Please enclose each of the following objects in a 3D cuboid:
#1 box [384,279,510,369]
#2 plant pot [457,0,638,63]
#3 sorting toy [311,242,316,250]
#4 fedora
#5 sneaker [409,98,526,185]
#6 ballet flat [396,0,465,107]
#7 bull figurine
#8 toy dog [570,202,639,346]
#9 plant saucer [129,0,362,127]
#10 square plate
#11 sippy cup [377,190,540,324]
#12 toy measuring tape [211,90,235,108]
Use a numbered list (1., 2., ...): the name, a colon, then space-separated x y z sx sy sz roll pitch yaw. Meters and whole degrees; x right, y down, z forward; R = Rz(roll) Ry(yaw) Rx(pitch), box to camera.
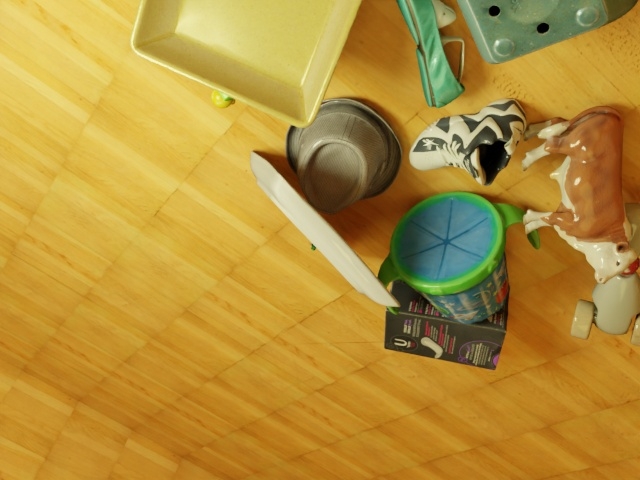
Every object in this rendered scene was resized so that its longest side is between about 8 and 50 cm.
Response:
1. box: 0.295 0.182 1.492 0.270 0.143 0.165 9 138 12
2. plant pot: 0.280 -0.378 0.836 0.247 0.252 0.248 -14 128 32
3. sorting toy: 0.000 0.000 1.487 0.102 0.042 0.061 36 135 -18
4. fedora: 0.033 -0.145 1.263 0.243 0.124 0.275 24 138 -4
5. sneaker: 0.257 -0.155 1.148 0.235 0.153 0.094 -14 127 31
6. ballet flat: 0.190 -0.339 1.051 0.087 0.083 0.247 -22 128 6
7. bull figurine: 0.461 -0.079 1.126 0.188 0.101 0.311 -1 101 21
8. toy dog: 0.617 0.064 1.272 0.220 0.161 0.334 26 131 10
9. plant saucer: -0.101 -0.396 1.007 0.332 0.081 0.333 24 112 1
10. square plate: -0.012 -0.025 1.273 0.049 0.347 0.344 -44 111 0
11. sippy cup: 0.289 0.055 1.320 0.305 0.240 0.224 3 147 32
12. toy measuring tape: -0.065 -0.344 1.129 0.330 0.121 0.121 -35 117 19
